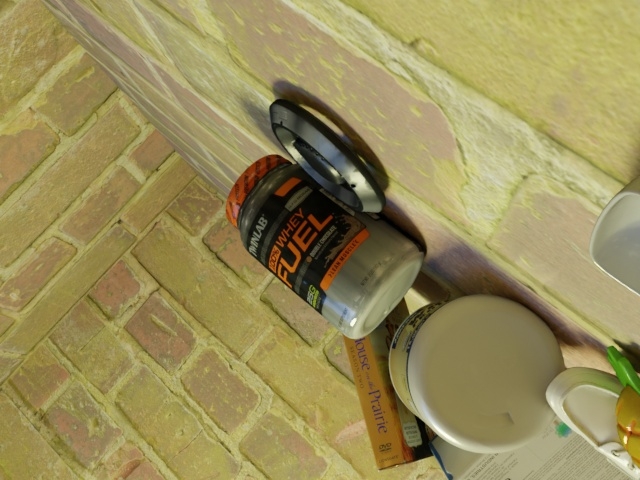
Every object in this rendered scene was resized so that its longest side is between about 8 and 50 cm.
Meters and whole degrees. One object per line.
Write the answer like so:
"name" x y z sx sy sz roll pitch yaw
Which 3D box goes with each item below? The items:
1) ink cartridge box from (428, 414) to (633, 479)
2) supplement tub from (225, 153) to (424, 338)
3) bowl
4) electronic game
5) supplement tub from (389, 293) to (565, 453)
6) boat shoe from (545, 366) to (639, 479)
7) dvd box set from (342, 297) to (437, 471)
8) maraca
"ink cartridge box" 0.446 0.447 1.064 0.395 0.270 0.151 43 -175 -10
"supplement tub" 0.000 0.000 1.019 0.338 0.207 0.207 38 172 20
"bowl" 0.252 0.010 0.354 0.142 0.053 0.142 37 172 25
"electronic game" 0.009 -0.124 0.847 0.229 0.048 0.229 42 174 5
"supplement tub" 0.238 0.210 0.941 0.228 0.228 0.316 41 173 5
"boat shoe" 0.428 0.269 0.744 0.277 0.098 0.096 33 -163 -7
"dvd box set" 0.147 0.249 1.192 0.308 0.062 0.420 28 -137 -58
"maraca" 0.396 0.210 0.660 0.127 0.099 0.185 47 -164 -58
